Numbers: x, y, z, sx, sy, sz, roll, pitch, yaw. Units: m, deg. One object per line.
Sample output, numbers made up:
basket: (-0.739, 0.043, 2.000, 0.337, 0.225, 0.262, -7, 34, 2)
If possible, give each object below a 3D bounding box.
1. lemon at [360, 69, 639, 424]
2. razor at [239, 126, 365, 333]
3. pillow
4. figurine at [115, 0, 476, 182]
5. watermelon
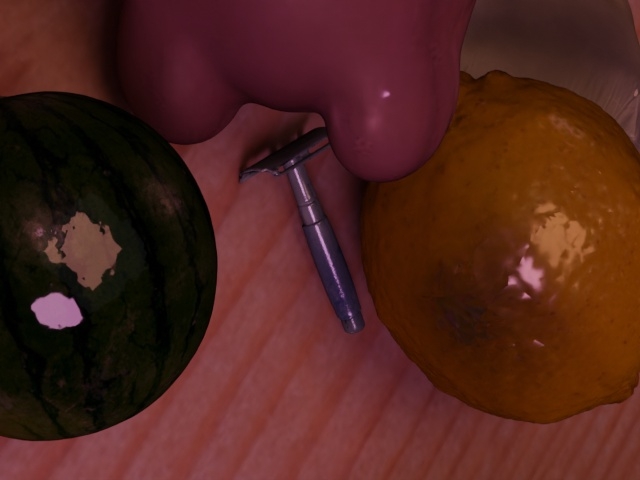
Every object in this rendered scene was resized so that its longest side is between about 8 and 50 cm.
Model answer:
lemon: (0.127, 0.005, 1.201, 0.204, 0.204, 0.260, -44, 109, -34)
razor: (0.000, 0.000, 1.211, 0.068, 0.040, 0.135, -33, 112, -36)
pillow: (0.137, -0.149, 1.311, 0.254, 0.078, 0.144, 12, 67, -38)
figurine: (-0.005, -0.194, 1.094, 0.261, 0.270, 0.211, 87, 17, -47)
watermelon: (-0.151, 0.000, 0.987, 0.188, 0.188, 0.214, -21, 104, -39)
